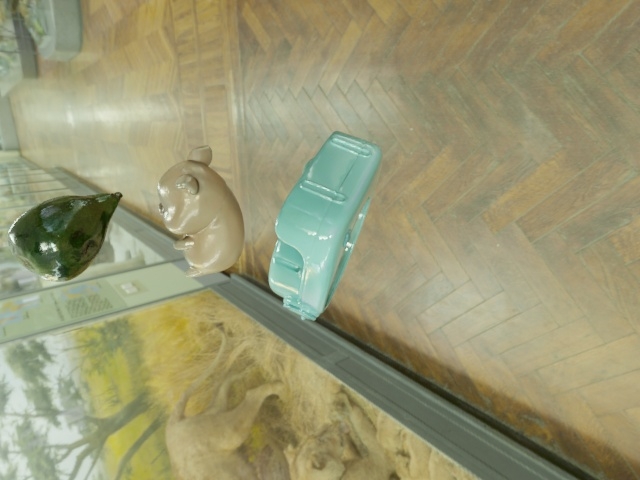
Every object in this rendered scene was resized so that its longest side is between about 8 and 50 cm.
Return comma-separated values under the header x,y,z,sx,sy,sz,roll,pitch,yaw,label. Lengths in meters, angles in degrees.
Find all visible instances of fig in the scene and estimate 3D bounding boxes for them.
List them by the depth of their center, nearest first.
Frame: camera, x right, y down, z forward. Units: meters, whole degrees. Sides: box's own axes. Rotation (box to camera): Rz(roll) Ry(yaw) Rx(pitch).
x,y,z,sx,sy,sz,roll,pitch,yaw,label
-0.376,-0.026,0.638,0.117,0.177,0.117,26,152,15,fig

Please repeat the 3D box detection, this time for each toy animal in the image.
x,y,z,sx,sy,sz,roll,pitch,yaw,label
-0.238,-0.046,0.853,0.166,0.154,0.250,-124,17,-51,toy animal

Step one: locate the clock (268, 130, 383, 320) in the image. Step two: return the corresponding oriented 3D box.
x,y,z,sx,sy,sz,roll,pitch,yaw,label
0.000,0.000,0.615,0.094,0.224,0.274,23,136,7,clock
